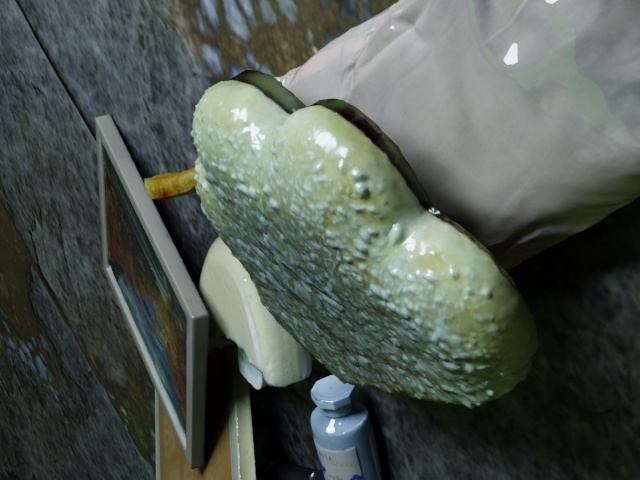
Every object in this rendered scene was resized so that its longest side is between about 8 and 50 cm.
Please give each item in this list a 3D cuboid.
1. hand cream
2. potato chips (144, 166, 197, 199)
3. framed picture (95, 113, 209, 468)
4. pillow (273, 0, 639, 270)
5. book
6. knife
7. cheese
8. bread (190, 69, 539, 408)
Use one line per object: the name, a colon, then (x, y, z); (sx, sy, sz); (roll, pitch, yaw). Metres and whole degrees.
hand cream: (0.025, 0.174, 0.919); (0.065, 0.043, 0.170); (33, 144, 50)
potato chips: (-0.070, -0.052, 0.844); (0.204, 0.026, 0.037); (-22, 73, 57)
framed picture: (-0.141, 0.039, 1.028); (0.184, 0.016, 0.250); (97, 152, -43)
pillow: (0.072, -0.068, 0.620); (0.173, 0.067, 0.270); (55, 150, 3)
book: (-0.097, 0.207, 1.031); (0.170, 0.018, 0.241); (-34, 55, 54)
knife: (-0.051, 0.182, 1.071); (0.230, 0.028, 0.060); (-3, 99, 62)
cheese: (-0.048, 0.009, 0.893); (0.127, 0.050, 0.235); (40, 135, 48)
bread: (0.000, 0.000, 0.691); (0.207, 0.056, 0.286); (52, 162, -8)
